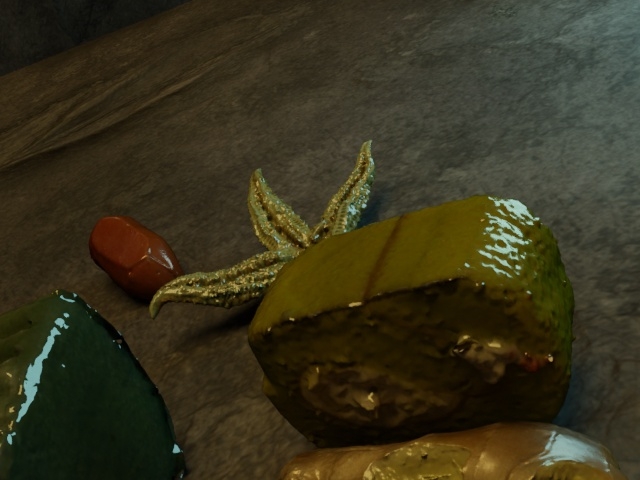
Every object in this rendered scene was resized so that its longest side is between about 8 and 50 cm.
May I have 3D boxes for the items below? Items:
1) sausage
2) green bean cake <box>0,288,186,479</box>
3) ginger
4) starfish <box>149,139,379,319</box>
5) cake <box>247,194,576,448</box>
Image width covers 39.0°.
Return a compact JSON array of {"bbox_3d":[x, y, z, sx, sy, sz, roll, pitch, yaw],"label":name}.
[{"bbox_3d":[-0.247,0.021,1.193,0.089,0.089,0.179,-38,41,-25],"label":"sausage"},{"bbox_3d":[-0.221,0.183,0.771,0.124,0.223,0.227,-18,32,23],"label":"green bean cake"},{"bbox_3d":[0.088,0.177,0.675,0.294,0.086,0.131,-7,3,35],"label":"ginger"},{"bbox_3d":[0.002,0.001,1.044,0.347,0.078,0.358,5,40,42],"label":"starfish"},{"bbox_3d":[0.076,0.084,0.746,0.260,0.179,0.156,-16,25,30],"label":"cake"}]
